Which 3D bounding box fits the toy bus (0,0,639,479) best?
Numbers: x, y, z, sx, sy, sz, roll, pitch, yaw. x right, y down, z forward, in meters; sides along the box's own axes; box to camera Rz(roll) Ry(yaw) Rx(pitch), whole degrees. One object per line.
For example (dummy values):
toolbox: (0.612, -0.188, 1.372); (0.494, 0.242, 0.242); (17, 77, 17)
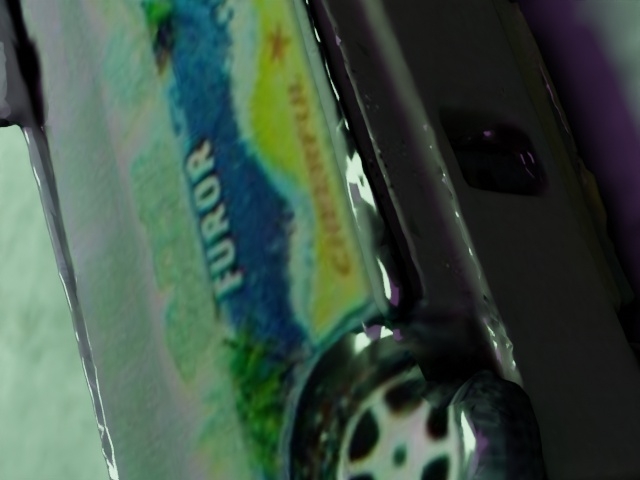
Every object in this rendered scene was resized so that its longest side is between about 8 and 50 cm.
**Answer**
toy bus: (0.000, 0.000, 0.416); (0.138, 0.112, 0.317); (-34, 62, 36)
